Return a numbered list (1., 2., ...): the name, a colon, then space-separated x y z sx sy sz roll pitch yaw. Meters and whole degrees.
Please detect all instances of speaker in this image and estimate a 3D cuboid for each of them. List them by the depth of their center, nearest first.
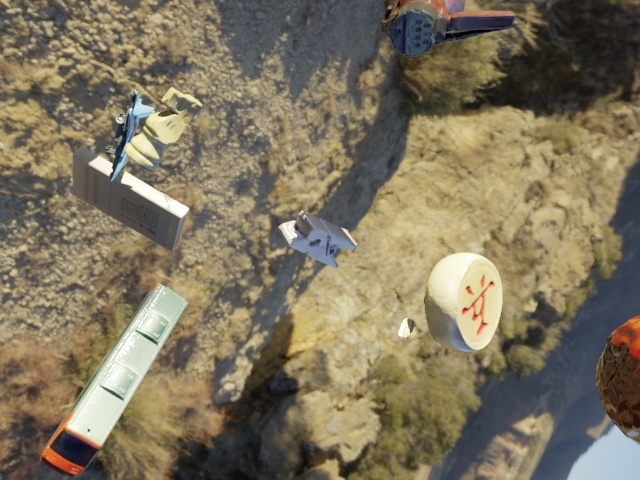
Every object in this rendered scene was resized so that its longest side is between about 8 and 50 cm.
1. speaker: 0.266 -0.481 1.354 0.329 0.259 0.198 -79 -167 -55

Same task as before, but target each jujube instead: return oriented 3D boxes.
1. jujube: 0.478 0.197 0.833 0.197 0.197 0.290 -64 159 -5

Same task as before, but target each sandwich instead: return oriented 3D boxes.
1. sandwich: 0.218 0.217 1.517 0.083 0.031 0.043 -23 131 -72

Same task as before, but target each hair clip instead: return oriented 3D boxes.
1. hair clip: -0.002 -0.004 1.627 0.101 0.085 0.331 -35 157 14

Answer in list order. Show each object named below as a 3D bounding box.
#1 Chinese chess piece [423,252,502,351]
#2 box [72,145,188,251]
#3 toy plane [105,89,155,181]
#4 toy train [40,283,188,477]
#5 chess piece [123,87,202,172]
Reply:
1. Chinese chess piece: 0.359 0.154 1.520 0.250 0.103 0.249 -2 93 -47
2. box: -0.579 -0.118 1.834 0.051 0.365 0.204 -59 180 -38
3. toy plane: -0.528 -0.277 1.629 0.246 0.078 0.169 -64 -170 -4
4. toy train: -0.397 0.264 1.209 0.089 0.086 0.409 -39 -161 44
5. chess piece: -0.372 -0.267 1.440 0.200 0.090 0.090 -50 157 7
